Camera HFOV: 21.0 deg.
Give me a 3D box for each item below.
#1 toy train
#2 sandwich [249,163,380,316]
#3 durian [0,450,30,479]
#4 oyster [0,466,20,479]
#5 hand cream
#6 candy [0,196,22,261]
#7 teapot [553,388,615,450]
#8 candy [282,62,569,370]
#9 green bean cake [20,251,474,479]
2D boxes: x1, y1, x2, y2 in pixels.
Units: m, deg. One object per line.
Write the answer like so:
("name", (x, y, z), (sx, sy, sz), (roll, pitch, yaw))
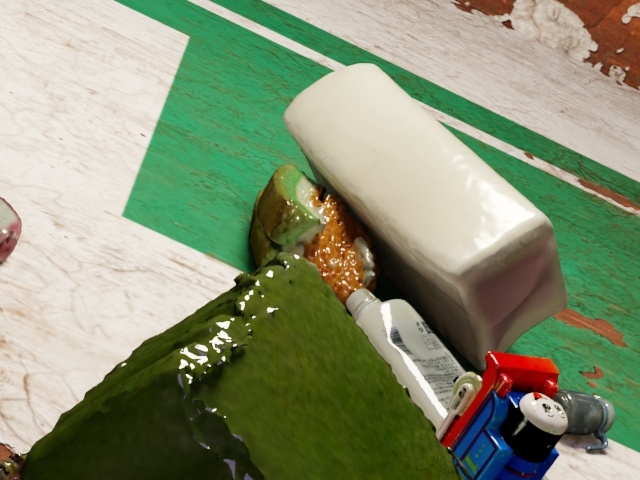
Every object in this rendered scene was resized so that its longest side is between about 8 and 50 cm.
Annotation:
("toy train", (0.148, 0.206, 1.543), (0.082, 0.204, 0.131), (10, 33, -37))
("sandwich", (-0.002, -0.005, 1.956), (0.160, 0.109, 0.185), (20, 23, -13))
("durian", (-0.213, 0.213, 1.276), (0.186, 0.119, 0.108), (-8, 78, -63))
("oyster", (-0.296, 0.229, 1.061), (0.337, 0.133, 0.198), (11, 31, -39))
("hand cream", (0.130, 0.176, 1.794), (0.124, 0.078, 0.341), (3, 41, -48))
("candy", (-0.341, -0.020, 1.675), (0.103, 0.043, 0.103), (24, 22, -10))
("teapot", (0.293, 0.198, 1.931), (0.083, 0.049, 0.063), (11, 27, -37))
("candy", (0.121, -0.034, 2.003), (0.359, 0.145, 0.208), (46, -11, 38))
("green bean cake", (-0.039, 0.202, 1.179), (0.319, 0.218, 0.335), (57, 19, 0))
